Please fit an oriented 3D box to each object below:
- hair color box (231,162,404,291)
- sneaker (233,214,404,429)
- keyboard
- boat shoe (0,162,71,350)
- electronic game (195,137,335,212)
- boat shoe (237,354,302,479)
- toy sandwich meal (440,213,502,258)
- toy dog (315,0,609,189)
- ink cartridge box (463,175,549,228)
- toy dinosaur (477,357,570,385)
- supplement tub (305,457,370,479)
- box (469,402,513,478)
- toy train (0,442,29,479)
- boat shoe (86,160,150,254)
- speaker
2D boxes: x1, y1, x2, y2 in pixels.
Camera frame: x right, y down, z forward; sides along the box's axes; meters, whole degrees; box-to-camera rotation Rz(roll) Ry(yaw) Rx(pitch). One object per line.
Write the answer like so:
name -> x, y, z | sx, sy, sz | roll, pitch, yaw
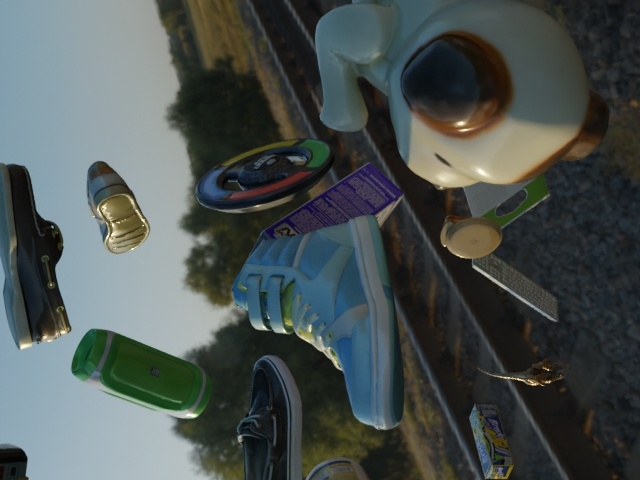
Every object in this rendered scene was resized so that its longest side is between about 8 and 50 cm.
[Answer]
hair color box -> 0.000, 0.000, 1.454 | 0.110, 0.339, 0.185 | 45, 136, 12
sneaker -> -0.008, 0.107, 0.950 | 0.319, 0.208, 0.127 | -94, -7, -50
keyboard -> 0.431, 0.092, 1.678 | 0.014, 0.256, 0.072 | -39, 25, 45
boat shoe -> -0.329, 0.015, 0.869 | 0.081, 0.069, 0.227 | 36, 131, 49
electronic game -> -0.088, -0.108, 1.212 | 0.229, 0.229, 0.048 | -117, 9, -64
boat shoe -> -0.112, 0.401, 1.589 | 0.121, 0.119, 0.335 | -32, 58, 43
toy sandwich meal -> 0.206, -0.008, 1.043 | 0.029, 0.086, 0.085 | -90, -8, -46
toy dog -> 0.167, -0.242, 0.847 | 0.285, 0.395, 0.407 | 18, -126, -39
ink cartridge box -> 0.309, -0.155, 1.447 | 0.097, 0.189, 0.255 | 29, 149, 58
toy dinosaur -> 0.484, 0.315, 1.764 | 0.112, 0.212, 0.064 | 107, 165, -67
supplement tub -> 0.052, 0.544, 1.524 | 0.199, 0.144, 0.144 | -131, 25, -71
box -> 0.391, 0.460, 1.750 | 0.169, 0.054, 0.059 | -95, 10, -49
toy train -> -0.701, 0.478, 1.406 | 0.142, 0.334, 0.190 | 0, 82, 42
boat shoe -> -0.452, -0.070, 1.691 | 0.103, 0.113, 0.302 | 62, 160, 20
speaker -> -0.393, 0.298, 1.694 | 0.297, 0.131, 0.131 | 29, -160, -29
